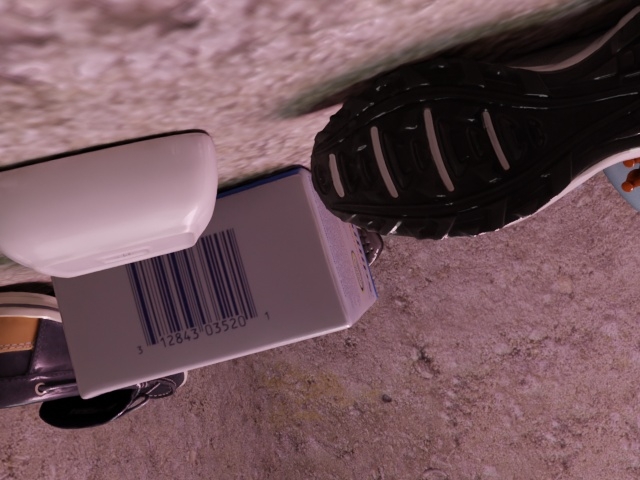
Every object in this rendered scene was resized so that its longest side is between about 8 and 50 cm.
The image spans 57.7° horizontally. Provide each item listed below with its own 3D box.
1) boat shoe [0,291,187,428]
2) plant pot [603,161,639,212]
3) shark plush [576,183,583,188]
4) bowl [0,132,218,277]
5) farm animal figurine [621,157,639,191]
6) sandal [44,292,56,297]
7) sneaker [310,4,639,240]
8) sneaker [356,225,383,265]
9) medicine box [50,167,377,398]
[{"bbox_3d":[-0.358,0.214,0.905,0.186,0.156,0.500,-10,159,7],"label":"boat shoe"},{"bbox_3d":[0.688,-0.129,1.078,0.290,0.195,0.290,-16,177,-1],"label":"plant pot"},{"bbox_3d":[0.509,-0.135,1.196,0.073,0.067,0.161,-18,176,28],"label":"shark plush"},{"bbox_3d":[-0.131,-0.014,0.371,0.142,0.053,0.142,-14,177,-14],"label":"bowl"},{"bbox_3d":[0.649,-0.097,0.848,0.172,0.327,0.330,-34,-169,-25],"label":"farm animal figurine"},{"bbox_3d":[-0.332,0.117,1.010,0.445,0.107,0.167,-15,176,-9],"label":"sandal"},{"bbox_3d":[0.127,-0.068,0.354,0.271,0.100,0.108,-17,-179,4],"label":"sneaker"},{"bbox_3d":[0.070,-0.008,1.166,0.124,0.107,0.283,-30,-175,-21],"label":"sneaker"},{"bbox_3d":[-0.091,0.044,0.648,0.263,0.149,0.289,-17,177,9],"label":"medicine box"}]
